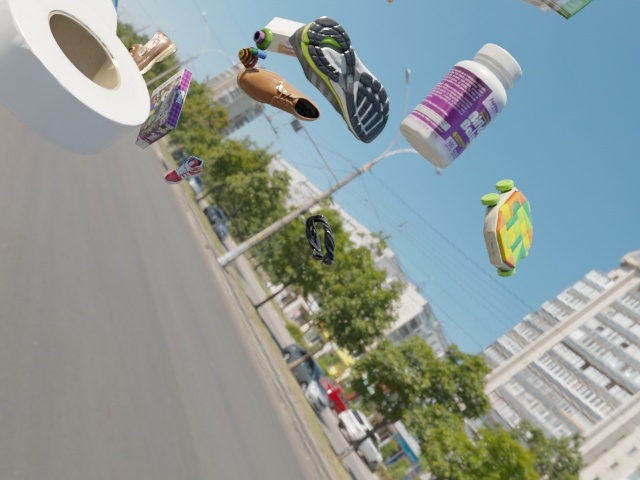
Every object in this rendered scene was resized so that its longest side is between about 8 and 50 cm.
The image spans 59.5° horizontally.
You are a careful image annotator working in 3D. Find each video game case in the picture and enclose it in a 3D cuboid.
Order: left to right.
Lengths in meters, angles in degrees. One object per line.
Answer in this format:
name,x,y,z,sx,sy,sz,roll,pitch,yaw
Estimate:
video game case,-0.528,-0.443,1.884,0.042,0.232,0.210,29,-31,-37

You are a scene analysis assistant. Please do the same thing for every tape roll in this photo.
tape roll,-0.418,-0.286,0.926,0.286,0.100,0.286,52,18,-25

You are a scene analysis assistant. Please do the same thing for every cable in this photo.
cable,0.000,0.000,1.871,0.150,0.047,0.184,43,-39,50

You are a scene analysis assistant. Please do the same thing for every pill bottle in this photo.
pill bottle,0.359,-0.343,1.422,0.169,0.301,0.169,42,4,-4

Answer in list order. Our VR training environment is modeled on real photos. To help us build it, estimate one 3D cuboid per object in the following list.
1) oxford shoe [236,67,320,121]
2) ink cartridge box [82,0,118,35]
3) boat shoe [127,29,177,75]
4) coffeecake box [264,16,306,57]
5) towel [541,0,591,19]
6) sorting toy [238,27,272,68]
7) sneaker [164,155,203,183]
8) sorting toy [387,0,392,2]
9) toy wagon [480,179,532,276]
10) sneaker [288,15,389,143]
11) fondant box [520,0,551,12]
oxford shoe,-0.088,-0.334,1.280,0.212,0.076,0.076,19,12,-28
ink cartridge box,-0.642,-0.551,1.321,0.197,0.270,0.198,14,72,-53
boat shoe,-0.381,-0.377,1.170,0.064,0.178,0.060,-3,-51,53
coffeecake box,-0.114,-0.701,1.929,0.185,0.142,0.068,-73,177,-55
towel,0.518,-0.554,1.211,0.152,0.113,0.023,47,-10,20
sorting toy,-0.149,-0.428,1.240,0.042,0.102,0.061,8,38,-46
sneaker,-0.385,-0.201,1.587,0.042,0.118,0.067,56,-36,10
sorting toy,0.204,-0.770,1.711,0.083,0.075,0.045,18,-35,4
toy wagon,0.613,-0.058,1.794,0.068,0.344,0.267,-1,-64,42
sneaker,0.042,-0.330,1.164,0.121,0.111,0.300,34,-16,53
fondant box,0.644,-0.911,1.786,0.330,0.238,0.096,27,12,9
